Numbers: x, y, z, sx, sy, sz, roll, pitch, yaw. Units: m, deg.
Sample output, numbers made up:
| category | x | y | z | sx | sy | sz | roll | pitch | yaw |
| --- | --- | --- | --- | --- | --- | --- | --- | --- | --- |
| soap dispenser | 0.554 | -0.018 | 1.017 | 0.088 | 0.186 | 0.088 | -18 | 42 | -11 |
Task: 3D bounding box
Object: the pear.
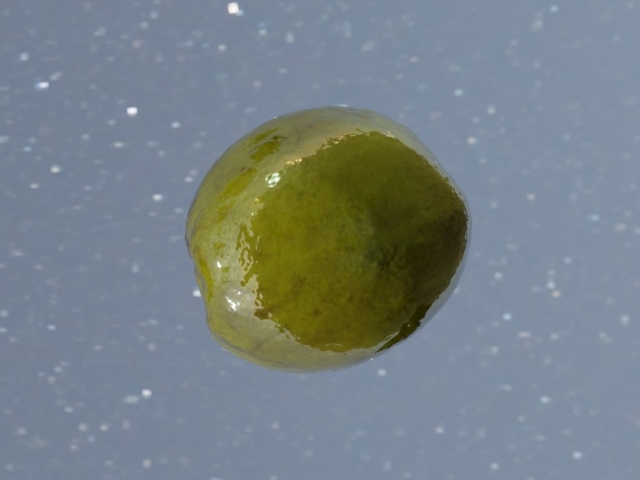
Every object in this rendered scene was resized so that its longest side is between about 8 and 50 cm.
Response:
| category | x | y | z | sx | sy | sz | roll | pitch | yaw |
| --- | --- | --- | --- | --- | --- | --- | --- | --- | --- |
| pear | 0.000 | 0.000 | 0.966 | 0.162 | 0.149 | 0.149 | -22 | -73 | -19 |
